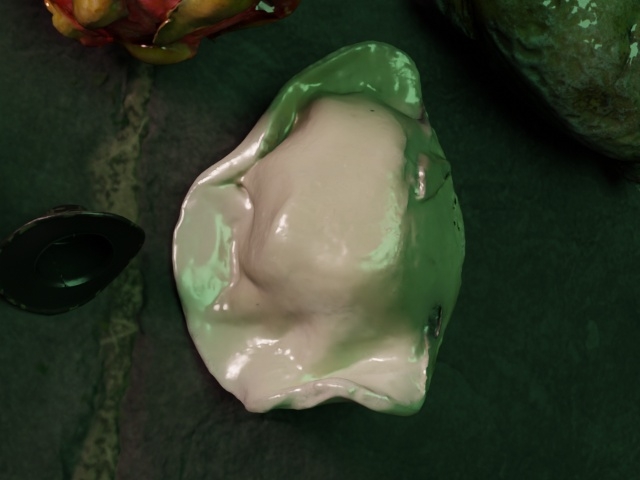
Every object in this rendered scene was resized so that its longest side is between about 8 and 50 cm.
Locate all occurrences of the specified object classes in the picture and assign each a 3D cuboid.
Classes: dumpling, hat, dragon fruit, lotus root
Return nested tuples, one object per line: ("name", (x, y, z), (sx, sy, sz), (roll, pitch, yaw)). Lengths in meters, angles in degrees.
("dumpling", (0.000, 0.000, 1.274), (0.243, 0.187, 0.318), (-5, 73, 6))
("hat", (-0.199, 0.004, 1.174), (0.121, 0.121, 0.050), (2, 43, -33))
("dragon fruit", (-0.095, -0.275, 1.170), (0.227, 0.243, 0.307), (39, 87, -38))
("lotus root", (0.252, -0.188, 1.437), (0.349, 0.175, 0.175), (42, 62, -25))
